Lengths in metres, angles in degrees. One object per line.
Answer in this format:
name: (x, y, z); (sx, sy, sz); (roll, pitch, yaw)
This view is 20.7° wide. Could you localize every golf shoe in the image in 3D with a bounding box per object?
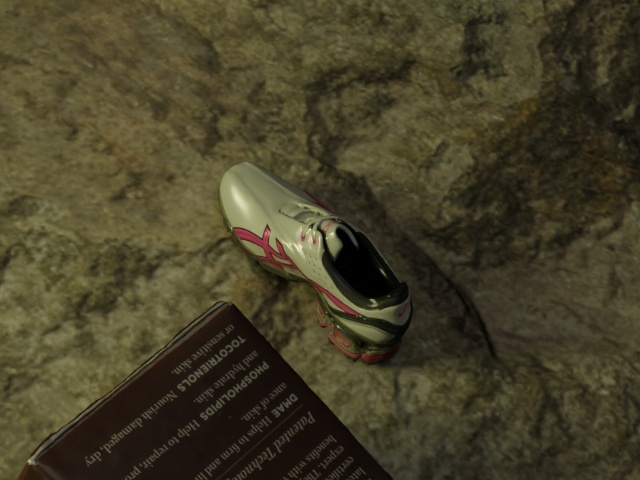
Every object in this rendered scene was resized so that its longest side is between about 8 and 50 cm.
golf shoe: (0.000, 0.000, 1.262); (0.067, 0.086, 0.186); (-34, 69, -32)

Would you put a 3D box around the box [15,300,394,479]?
box: (-0.069, 0.183, 1.035); (0.203, 0.168, 0.167); (47, 54, 5)
